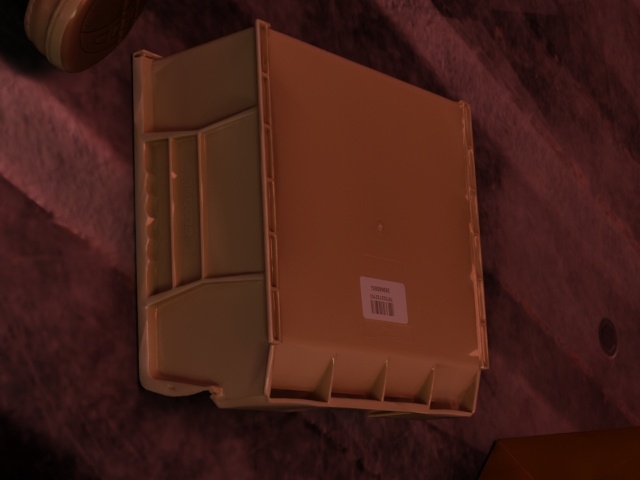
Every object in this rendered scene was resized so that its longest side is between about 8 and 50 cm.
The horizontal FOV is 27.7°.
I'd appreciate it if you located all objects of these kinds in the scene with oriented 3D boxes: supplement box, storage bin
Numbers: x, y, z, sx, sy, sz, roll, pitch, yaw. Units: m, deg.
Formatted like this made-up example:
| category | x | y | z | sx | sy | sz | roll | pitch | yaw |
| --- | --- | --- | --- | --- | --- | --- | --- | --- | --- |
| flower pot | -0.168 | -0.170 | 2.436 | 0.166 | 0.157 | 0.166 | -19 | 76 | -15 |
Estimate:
| category | x | y | z | sx | sy | sz | roll | pitch | yaw |
| --- | --- | --- | --- | --- | --- | --- | --- | --- | --- |
| supplement box | 0.256 | 0.282 | 1.148 | 0.194 | 0.191 | 0.129 | 60 | 41 | -22 |
| storage bin | 0.000 | 0.000 | 0.965 | 0.262 | 0.123 | 0.260 | 13 | 70 | -50 |

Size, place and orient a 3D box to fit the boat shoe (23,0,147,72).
| category | x | y | z | sx | sy | sz | roll | pitch | yaw |
| --- | --- | --- | --- | --- | --- | --- | --- | --- | --- |
| boat shoe | -0.145 | -0.238 | 0.882 | 0.098 | 0.109 | 0.302 | 20 | 56 | -3 |
